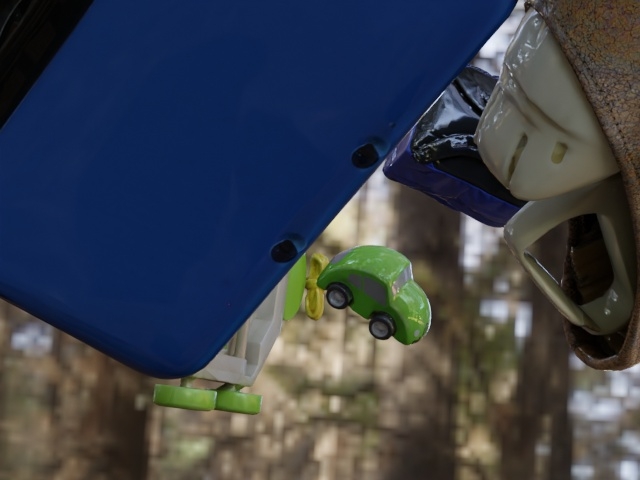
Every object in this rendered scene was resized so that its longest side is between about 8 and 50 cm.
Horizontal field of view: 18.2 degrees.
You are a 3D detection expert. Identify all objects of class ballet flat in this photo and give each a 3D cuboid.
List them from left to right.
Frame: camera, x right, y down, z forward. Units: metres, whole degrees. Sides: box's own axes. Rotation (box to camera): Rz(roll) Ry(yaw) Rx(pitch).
[{"bbox_3d":[0.133,-0.035,0.945,0.106,0.107,0.316,-25,-43,-2],"label":"ballet flat"}]

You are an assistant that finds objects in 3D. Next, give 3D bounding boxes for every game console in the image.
[{"bbox_3d":[-0.095,-0.119,0.930,0.173,0.250,0.293,9,-48,-44],"label":"game console"}]

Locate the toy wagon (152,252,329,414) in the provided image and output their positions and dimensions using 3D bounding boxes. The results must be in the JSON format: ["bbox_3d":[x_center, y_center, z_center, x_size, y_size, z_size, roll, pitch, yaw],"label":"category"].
[{"bbox_3d":[-0.079,0.029,1.883,0.068,0.267,0.344,6,-5,19],"label":"toy wagon"}]

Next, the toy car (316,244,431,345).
[{"bbox_3d":[0.000,0.000,1.615,0.225,0.239,0.053,34,-55,9],"label":"toy car"}]

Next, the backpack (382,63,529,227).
[{"bbox_3d":[0.114,-0.067,1.459,0.120,0.098,0.101,23,-17,-11],"label":"backpack"}]
